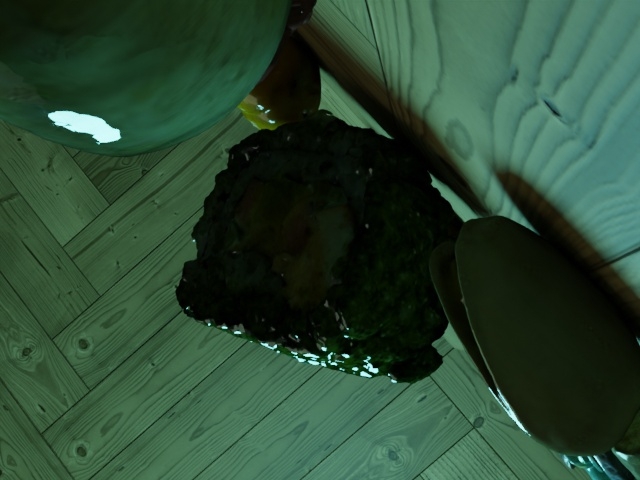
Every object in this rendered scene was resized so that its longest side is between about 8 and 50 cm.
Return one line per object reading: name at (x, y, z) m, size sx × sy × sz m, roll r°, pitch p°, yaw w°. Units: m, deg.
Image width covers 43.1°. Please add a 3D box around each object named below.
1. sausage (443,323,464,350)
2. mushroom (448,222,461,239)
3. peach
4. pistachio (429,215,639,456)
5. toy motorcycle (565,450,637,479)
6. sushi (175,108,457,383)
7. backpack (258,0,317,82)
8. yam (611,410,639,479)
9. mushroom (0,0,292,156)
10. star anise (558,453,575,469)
sausage at (0.229, 0.097, 1.397) m, size 0.253 × 0.123 × 0.123 m, roll 46°, pitch -176°, yaw -44°
mushroom at (0.138, 0.085, 1.158) m, size 0.148 × 0.217 × 0.227 m, roll 42°, pitch 178°, yaw 38°
peach at (-0.065, -0.217, 1.107) m, size 0.138 × 0.138 × 0.138 m, roll 49°, pitch -178°, yaw -2°
pistachio at (0.169, 0.075, 0.650) m, size 0.206 × 0.131 × 0.129 m, roll 50°, pitch 140°, yaw 8°
toy motorcycle at (0.309, 0.216, 0.870) m, size 0.198 × 0.109 × 0.296 m, roll 55°, pitch -166°, yaw 4°
sushi at (0.000, 0.000, 0.973) m, size 0.178 × 0.294 × 0.352 m, roll 24°, pitch 172°, yaw -41°
backpack at (-0.114, -0.180, 0.675) m, size 0.139 × 0.229 × 0.229 m, roll 42°, pitch -173°, yaw -46°
yam at (0.375, 0.266, 0.715) m, size 0.356 × 0.081 × 0.081 m, roll 47°, pitch -177°, yaw -14°
mushroom at (-0.168, -0.194, 0.399) m, size 0.352 × 0.260 × 0.352 m, roll 50°, pitch 177°, yaw 4°
star anise at (0.336, 0.229, 1.312) m, size 0.227 × 0.148 × 0.218 m, roll -157°, pitch 66°, yaw -70°
